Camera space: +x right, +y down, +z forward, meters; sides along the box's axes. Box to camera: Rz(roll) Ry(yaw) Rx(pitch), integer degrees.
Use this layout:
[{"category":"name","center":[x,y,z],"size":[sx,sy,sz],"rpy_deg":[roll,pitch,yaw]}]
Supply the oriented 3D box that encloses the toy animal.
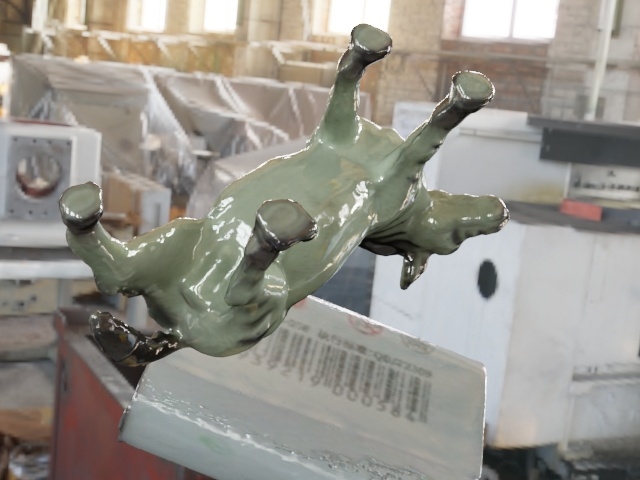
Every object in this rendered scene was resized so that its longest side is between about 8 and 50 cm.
[{"category":"toy animal","center":[-0.003,-0.004,0.401],"size":[0.217,0.176,0.073],"rpy_deg":[-32,68,-26]}]

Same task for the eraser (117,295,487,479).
[{"category":"eraser","center":[-0.005,0.112,0.649],"size":[0.227,0.081,0.174],"rpy_deg":[23,39,-2]}]
